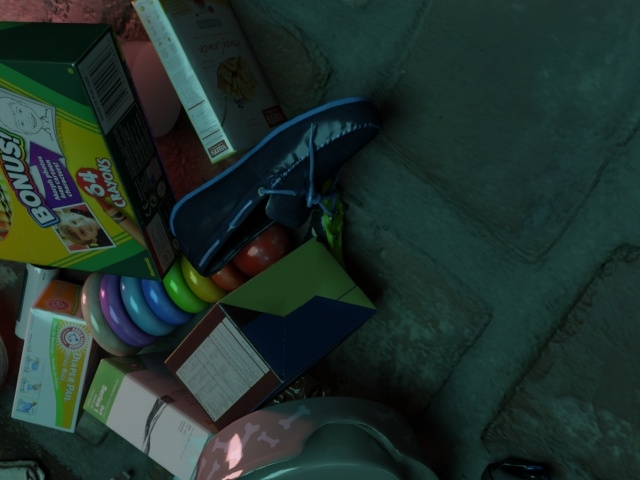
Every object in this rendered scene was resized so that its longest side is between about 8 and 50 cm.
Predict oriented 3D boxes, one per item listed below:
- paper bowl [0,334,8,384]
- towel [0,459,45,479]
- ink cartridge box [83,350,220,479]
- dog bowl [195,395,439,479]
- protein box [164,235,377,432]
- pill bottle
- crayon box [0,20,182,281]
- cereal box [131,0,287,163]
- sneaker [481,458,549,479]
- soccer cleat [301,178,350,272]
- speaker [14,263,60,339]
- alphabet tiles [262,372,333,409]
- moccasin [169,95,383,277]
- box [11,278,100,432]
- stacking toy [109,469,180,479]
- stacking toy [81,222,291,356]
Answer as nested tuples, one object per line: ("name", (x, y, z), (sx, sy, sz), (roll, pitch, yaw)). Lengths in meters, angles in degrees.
("paper bowl", (-0.673, 0.200, 1.967), (0.284, 0.148, 0.284), (12, 132, 13))
("towel", (-0.583, 0.478, 2.109), (0.282, 0.049, 0.187), (-6, 100, 29))
("ink cartridge box", (-0.210, 0.256, 1.757), (0.219, 0.160, 0.092), (31, 104, 27))
("dog bowl", (-0.012, 0.336, 1.637), (0.349, 0.349, 0.102), (-41, 43, 30))
("protein box", (-0.069, 0.132, 1.631), (0.136, 0.200, 0.201), (51, 140, 6))
("pill bottle", (-0.352, -0.219, 1.731), (0.283, 0.161, 0.161), (4, 106, 26))
("crayon box", (-0.380, -0.121, 1.639), (0.313, 0.106, 0.363), (5, 133, 25))
("cereal box", (-0.141, -0.231, 1.615), (0.047, 0.173, 0.240), (-26, 92, 29))
("sneaker", (0.306, 0.374, 1.607), (0.217, 0.079, 0.121), (26, 116, 20))
("soccer cleat", (0.000, 0.000, 1.673), (0.072, 0.060, 0.178), (3, 108, 29))
("speaker", (-0.457, 0.094, 1.933), (0.055, 0.055, 0.136), (24, 114, 19))
("alphabet tiles", (-0.080, 0.292, 1.799), (0.198, 0.009, 0.237), (30, 105, 17))
("moccasin", (-0.045, -0.063, 1.593), (0.342, 0.138, 0.116), (-35, 65, 29))
("box", (-0.408, 0.181, 1.882), (0.103, 0.114, 0.203), (14, 111, -2))
("stacking toy", (-0.230, 0.392, 1.902), (0.167, 0.052, 0.221), (45, 110, 10))
("stacking toy", (-0.185, 0.058, 1.749), (0.330, 0.141, 0.141), (-22, 93, 25))
